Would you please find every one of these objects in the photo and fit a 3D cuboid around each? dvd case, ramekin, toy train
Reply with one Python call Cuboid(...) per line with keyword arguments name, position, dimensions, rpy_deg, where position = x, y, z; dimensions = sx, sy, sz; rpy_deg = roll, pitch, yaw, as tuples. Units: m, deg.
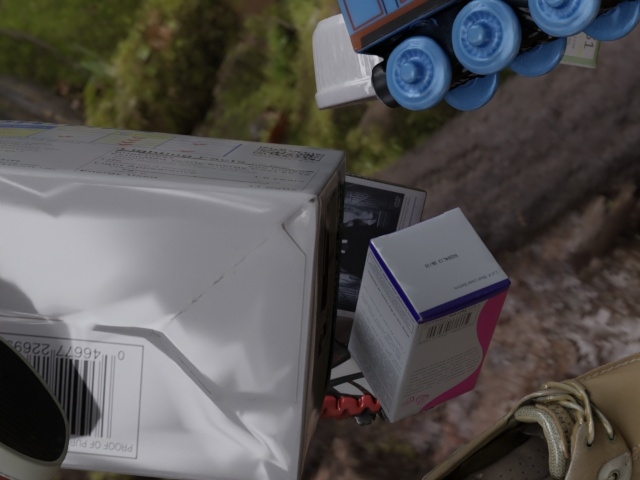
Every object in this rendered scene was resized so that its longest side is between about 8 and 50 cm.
Cuboid(name="dvd case", position=(0.000, 0.000, 2.007), dimensions=(0.029, 0.239, 0.179), rpy_deg=(-148, 70, -72))
Cuboid(name="ramekin", position=(0.087, -0.236, 2.012), dimensions=(0.207, 0.207, 0.109), rpy_deg=(-9, 94, 42))
Cuboid(name="toy train", position=(0.095, -0.141, 0.893), dimensions=(0.184, 0.080, 0.105), rpy_deg=(-25, 79, 35))

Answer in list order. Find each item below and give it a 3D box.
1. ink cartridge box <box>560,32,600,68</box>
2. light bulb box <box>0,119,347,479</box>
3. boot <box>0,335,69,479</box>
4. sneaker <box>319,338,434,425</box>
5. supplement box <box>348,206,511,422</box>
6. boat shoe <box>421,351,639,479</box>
Cuboid(name="ink cartridge box", position=(0.188, -0.183, 1.392), dimensions=(0.171, 0.235, 0.056), rpy_deg=(21, 103, 56))
Cuboid(name="light bulb box", position=(-0.166, 0.033, 1.327), dimensions=(0.358, 0.361, 0.225), rpy_deg=(5, 98, 4))
Cuboid(name="boot", position=(-0.309, 0.119, 1.104), dimensions=(0.176, 0.244, 0.088), rpy_deg=(-41, 26, 31))
Cuboid(name="sneaker", position=(0.016, 0.158, 1.921), dimensions=(0.098, 0.276, 0.135), rpy_deg=(150, 116, -66))
Cuboid(name="supplement box", position=(0.111, 0.083, 1.720), dimensions=(0.114, 0.111, 0.220), rpy_deg=(58, 157, 30))
Cuboid(name="boat shoe", position=(0.194, 0.167, 1.293), dimensions=(0.302, 0.098, 0.109), rpy_deg=(-29, 56, -16))
